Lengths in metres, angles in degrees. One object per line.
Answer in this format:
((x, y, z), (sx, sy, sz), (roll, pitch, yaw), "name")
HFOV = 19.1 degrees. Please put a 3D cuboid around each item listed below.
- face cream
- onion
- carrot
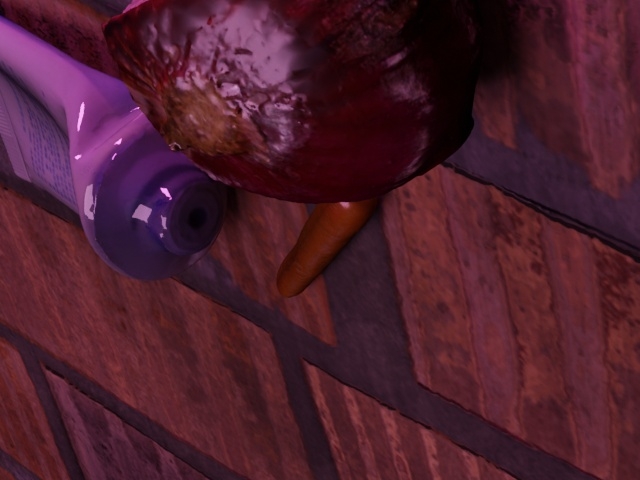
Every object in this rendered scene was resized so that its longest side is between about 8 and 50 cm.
((-0.226, -0.086, 1.735), (0.420, 0.137, 0.235), (31, 149, 48), "face cream")
((0.013, -0.125, 1.214), (0.207, 0.216, 0.206), (-13, 118, 52), "onion")
((0.000, 0.000, 1.566), (0.043, 0.043, 0.248), (47, 155, 5), "carrot")
